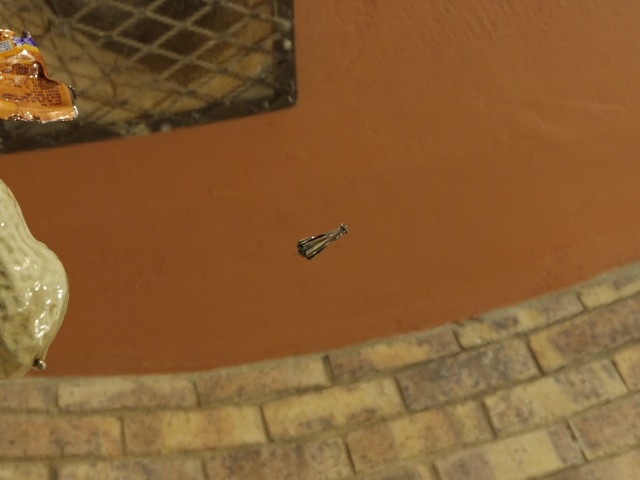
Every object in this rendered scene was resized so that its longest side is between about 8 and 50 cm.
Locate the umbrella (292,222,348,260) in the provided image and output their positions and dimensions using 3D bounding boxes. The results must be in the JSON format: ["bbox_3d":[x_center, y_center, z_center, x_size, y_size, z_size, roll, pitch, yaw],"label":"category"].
[{"bbox_3d":[0.000,0.002,1.209,0.083,0.031,0.020,-25,-45,-24],"label":"umbrella"}]

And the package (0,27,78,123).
[{"bbox_3d":[-0.255,-0.146,0.826,0.033,0.111,0.077,-40,-30,23],"label":"package"}]

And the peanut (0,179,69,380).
[{"bbox_3d":[-0.442,0.045,1.354,0.143,0.291,0.159,-20,0,36],"label":"peanut"}]
